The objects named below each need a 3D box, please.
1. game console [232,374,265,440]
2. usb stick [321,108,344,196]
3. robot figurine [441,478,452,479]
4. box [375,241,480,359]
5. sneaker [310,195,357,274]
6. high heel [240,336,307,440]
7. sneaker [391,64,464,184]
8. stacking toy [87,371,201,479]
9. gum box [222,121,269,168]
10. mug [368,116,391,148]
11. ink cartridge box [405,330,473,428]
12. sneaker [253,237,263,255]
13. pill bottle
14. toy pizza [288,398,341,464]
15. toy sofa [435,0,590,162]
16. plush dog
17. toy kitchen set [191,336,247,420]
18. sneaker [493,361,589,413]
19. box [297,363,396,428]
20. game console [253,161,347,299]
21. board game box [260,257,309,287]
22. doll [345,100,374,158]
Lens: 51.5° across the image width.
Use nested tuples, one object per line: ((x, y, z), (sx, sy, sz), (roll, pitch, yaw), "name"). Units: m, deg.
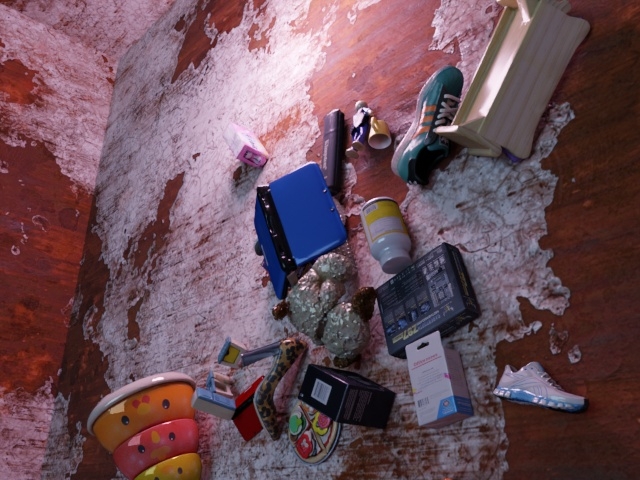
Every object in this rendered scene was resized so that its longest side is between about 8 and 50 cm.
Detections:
((-0.190, 0.485, 1.922), (0.144, 0.085, 0.124), (-44, 12, 28), "game console")
((0.034, -0.260, 1.972), (0.077, 0.045, 0.277), (-19, 60, 45), "usb stick")
((0.263, 0.541, 1.239), (0.219, 0.158, 0.128), (-44, 15, 29), "robot figurine")
((0.237, 0.140, 1.516), (0.233, 0.059, 0.183), (-40, 43, 33), "box")
((-0.001, 0.000, 1.844), (0.146, 0.102, 0.293), (-39, 46, 35), "sneaker")
((-0.096, 0.402, 1.811), (0.093, 0.186, 0.261), (172, 81, -82), "high heel")
((0.287, -0.273, 1.623), (0.121, 0.108, 0.302), (43, 115, 50), "sneaker")
((-0.466, 0.674, 2.009), (0.350, 0.351, 0.479), (-46, 61, 28), "stacking toy")
((-0.261, -0.331, 2.320), (0.062, 0.107, 0.188), (-55, 39, 19), "gum box")
((0.164, -0.300, 1.815), (0.078, 0.062, 0.064), (101, 175, -55), "mug")
((0.251, 0.298, 1.421), (0.104, 0.062, 0.181), (-34, 50, 37), "ink cartridge box")
((-0.139, 0.005, 1.970), (0.166, 0.065, 0.076), (-43, 47, 34), "sneaker")
((0.165, -0.011, 1.642), (0.103, 0.103, 0.184), (-41, 45, 32), "pill bottle")
((-0.023, 0.472, 1.705), (0.201, 0.032, 0.201), (-26, 55, 43), "toy pizza")
((0.423, -0.361, 1.480), (0.362, 0.177, 0.150), (-66, 12, 5), "toy sofa")
((0.027, 0.191, 1.632), (0.226, 0.211, 0.262), (28, 118, 30), "plush dog")
((-0.295, 0.394, 1.957), (0.166, 0.122, 0.207), (-63, 19, 8), "toy kitchen set")
((0.410, 0.269, 1.236), (0.191, 0.071, 0.082), (2, 69, 51), "sneaker")
((0.060, 0.362, 1.548), (0.156, 0.158, 0.093), (15, 86, 53), "box")
((-0.065, -0.026, 1.833), (0.250, 0.174, 0.293), (103, 153, -52), "game console")
((-0.098, 0.049, 1.987), (0.170, 0.048, 0.141), (32, 98, 53), "board game box")
((0.114, -0.327, 1.890), (0.129, 0.046, 0.188), (-49, 26, 50), "doll")
